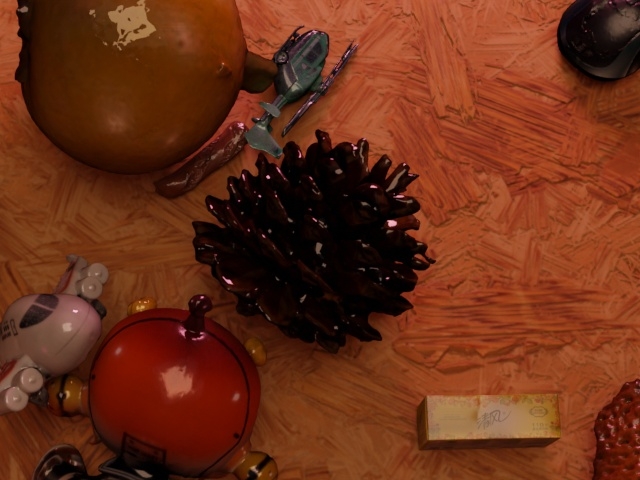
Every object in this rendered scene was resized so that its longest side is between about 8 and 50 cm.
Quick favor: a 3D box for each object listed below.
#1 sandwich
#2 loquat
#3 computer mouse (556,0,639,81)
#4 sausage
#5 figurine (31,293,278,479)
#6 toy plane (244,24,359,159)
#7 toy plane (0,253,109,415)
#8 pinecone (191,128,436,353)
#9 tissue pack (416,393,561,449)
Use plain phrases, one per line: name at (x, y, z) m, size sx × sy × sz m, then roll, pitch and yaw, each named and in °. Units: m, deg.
sandwich at (0.449, 0.314, 1.781) m, size 0.162 × 0.250 × 0.301 m, roll 35°, pitch 57°, yaw -38°
loquat at (-0.227, -0.243, 1.812) m, size 0.359 × 0.328 × 0.328 m, roll 9°, pitch 73°, yaw -20°
computer mouse at (0.449, -0.331, 1.988) m, size 0.233 × 0.096 × 0.137 m, roll -40°, pitch 80°, yaw -12°
sausage at (-0.162, -0.109, 1.915) m, size 0.158 × 0.036 × 0.042 m, roll -37°, pitch 68°, yaw -13°
figurine at (-0.197, 0.224, 1.734) m, size 0.320 × 0.196 × 0.323 m, roll 20°, pitch 84°, yaw 3°
toy plane at (-0.039, -0.220, 1.942) m, size 0.096 × 0.060 × 0.235 m, roll 39°, pitch 66°, yaw -6°
toy plane at (-0.362, 0.121, 1.741) m, size 0.118 × 0.252 × 0.252 m, roll 44°, pitch 74°, yaw -23°
pinecone at (0.002, -0.004, 1.789) m, size 0.296 × 0.242 × 0.298 m, roll -41°, pitch 74°, yaw -11°
tissue pack at (0.219, 0.238, 1.810) m, size 0.176 × 0.095 × 0.062 m, roll -2°, pitch 73°, yaw -4°
